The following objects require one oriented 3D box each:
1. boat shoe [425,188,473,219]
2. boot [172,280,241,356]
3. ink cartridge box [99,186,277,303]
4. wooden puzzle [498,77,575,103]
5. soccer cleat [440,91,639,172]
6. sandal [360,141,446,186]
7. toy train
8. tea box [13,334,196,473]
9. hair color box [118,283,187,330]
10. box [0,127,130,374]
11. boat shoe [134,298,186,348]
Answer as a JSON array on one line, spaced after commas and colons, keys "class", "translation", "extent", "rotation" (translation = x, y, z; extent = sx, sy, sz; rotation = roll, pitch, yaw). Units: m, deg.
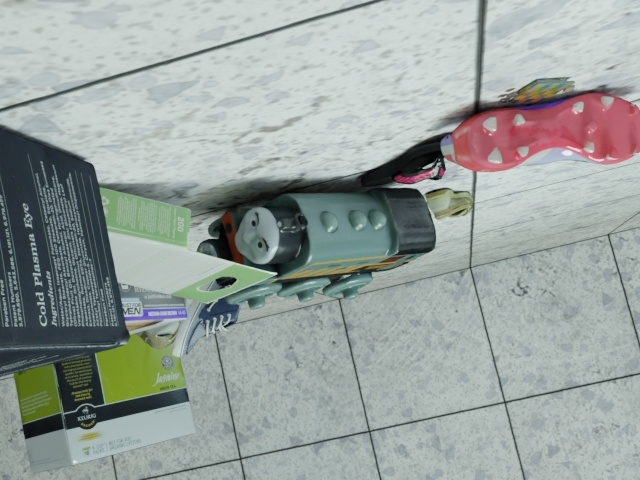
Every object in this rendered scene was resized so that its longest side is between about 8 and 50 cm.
[{"class": "boat shoe", "translation": [0.218, -0.053, 1.347], "extent": [0.056, 0.048, 0.153], "rotation": [-16, 171, 23]}, {"class": "boot", "translation": [-0.203, 0.148, 1.506], "extent": [0.086, 0.190, 0.069], "rotation": [19, 136, 2]}, {"class": "ink cartridge box", "translation": [-0.191, 0.012, 0.939], "extent": [0.235, 0.056, 0.171], "rotation": [14, 157, -34]}, {"class": "wooden puzzle", "translation": [0.228, -0.155, 0.843], "extent": [0.083, 0.006, 0.049], "rotation": [-8, 170, -27]}, {"class": "soccer cleat", "translation": [0.257, -0.119, 0.921], "extent": [0.248, 0.083, 0.095], "rotation": [-9, -174, -22]}, {"class": "sandal", "translation": [0.120, -0.086, 1.018], "extent": [0.067, 0.040, 0.179], "rotation": [-5, 169, -36]}, {"class": "toy train", "translation": [0.000, 0.000, 1.094], "extent": [0.334, 0.142, 0.190], "rotation": [-2, 161, -44]}, {"class": "tea box", "translation": [-0.516, 0.345, 1.925], "extent": [0.329, 0.323, 0.220], "rotation": [-3, 166, -44]}, {"class": "hair color box", "translation": [-0.421, 0.126, 1.386], "extent": [0.339, 0.110, 0.185], "rotation": [-19, 169, 25]}, {"class": "box", "translation": [-0.379, 0.036, 0.614], "extent": [0.343, 0.178, 0.312], "rotation": [-15, 172, 10]}, {"class": "boat shoe", "translation": [-0.304, 0.147, 1.575], "extent": [0.113, 0.103, 0.302], "rotation": [-47, -169, -20]}]
